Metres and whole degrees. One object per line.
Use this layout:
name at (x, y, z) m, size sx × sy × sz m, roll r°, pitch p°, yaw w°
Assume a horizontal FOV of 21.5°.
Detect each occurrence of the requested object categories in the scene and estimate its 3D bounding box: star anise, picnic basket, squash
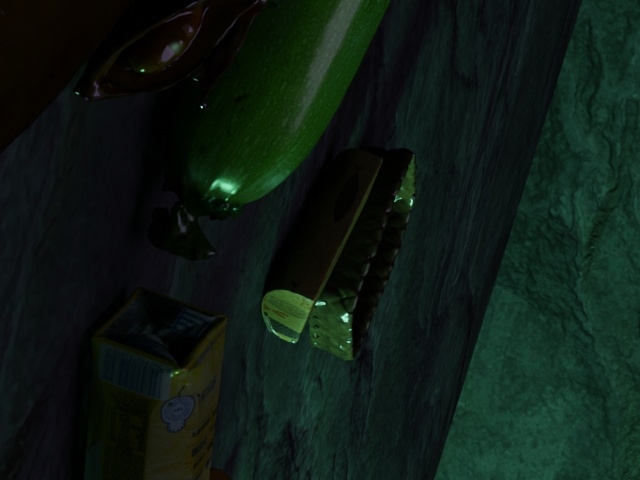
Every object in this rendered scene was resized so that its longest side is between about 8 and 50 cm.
star anise at (-0.056, -0.158, 0.835) m, size 0.212 × 0.053 × 0.157 m, roll -50°, pitch 138°, yaw -17°
picnic basket at (0.036, 0.008, 1.530) m, size 0.110 × 0.055 × 0.193 m, roll 86°, pitch 24°, yaw -57°
squash at (-0.003, -0.160, 0.975) m, size 0.379 × 0.101 × 0.101 m, roll -66°, pitch 168°, yaw 4°

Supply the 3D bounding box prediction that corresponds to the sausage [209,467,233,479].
sausage at (-0.111, 0.268, 1.138) m, size 0.098 × 0.098 × 0.238 m, roll 83°, pitch 24°, yaw -62°

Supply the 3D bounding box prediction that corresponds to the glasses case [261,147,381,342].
glasses case at (0.000, 0.000, 1.394) m, size 0.064 × 0.041 × 0.170 m, roll 110°, pitch 4°, yaw -51°

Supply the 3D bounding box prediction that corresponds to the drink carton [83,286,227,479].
drink carton at (-0.106, 0.133, 1.022) m, size 0.084 × 0.074 × 0.200 m, roll -55°, pitch 157°, yaw -55°

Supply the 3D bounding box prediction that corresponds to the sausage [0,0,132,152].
sausage at (-0.154, -0.052, 0.445) m, size 0.501 × 0.123 × 0.136 m, roll -48°, pitch 123°, yaw -64°
